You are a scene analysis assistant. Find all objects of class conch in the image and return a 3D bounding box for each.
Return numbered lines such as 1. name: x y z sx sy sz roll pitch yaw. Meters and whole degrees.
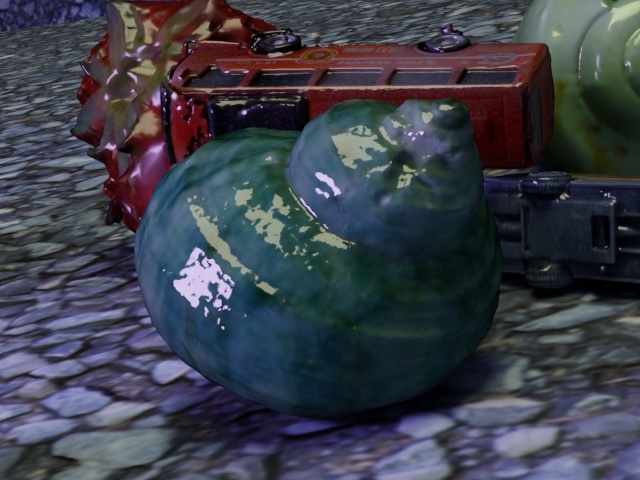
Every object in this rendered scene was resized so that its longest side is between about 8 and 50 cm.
1. conch: 0.187 -0.119 1.091 0.137 0.143 0.250 -50 21 5
2. conch: 0.001 -0.002 0.774 0.202 0.134 0.196 -20 44 27

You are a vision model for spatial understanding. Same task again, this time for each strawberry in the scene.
1. strawberry: -0.070 -0.075 1.124 0.201 0.184 0.187 15 -9 -37

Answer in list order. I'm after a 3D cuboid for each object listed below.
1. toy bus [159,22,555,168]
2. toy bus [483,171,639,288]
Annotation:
1. toy bus: 0.018 -0.080 0.937 0.235 0.073 0.096 1 23 17
2. toy bus: 0.169 -0.006 0.853 0.075 0.064 0.190 -7 8 -43
